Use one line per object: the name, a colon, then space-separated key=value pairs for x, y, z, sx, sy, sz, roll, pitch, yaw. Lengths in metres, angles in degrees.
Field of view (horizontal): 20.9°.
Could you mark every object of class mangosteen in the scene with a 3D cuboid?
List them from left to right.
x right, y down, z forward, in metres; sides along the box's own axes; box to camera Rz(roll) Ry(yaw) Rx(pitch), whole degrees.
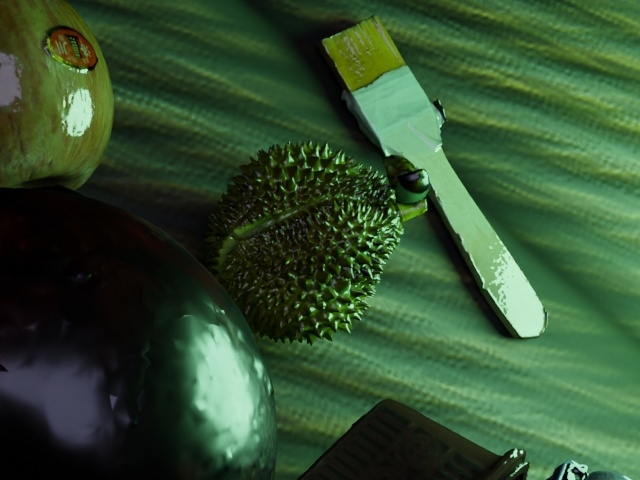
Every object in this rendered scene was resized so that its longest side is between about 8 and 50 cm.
mangosteen: x=-0.214 y=0.171 z=1.210 sx=0.381 sy=0.381 sz=0.421 roll=-1 pitch=97 yaw=-22

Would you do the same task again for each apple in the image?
apple: x=-0.269 y=-0.110 z=1.361 sx=0.211 sy=0.211 sz=0.188 roll=-17 pitch=79 yaw=-26

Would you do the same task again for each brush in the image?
brush: x=0.110 y=-0.053 z=1.600 sx=0.085 sy=0.020 sz=0.337 roll=-28 pitch=85 yaw=-28

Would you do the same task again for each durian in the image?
durian: x=-0.014 y=-0.002 z=1.468 sx=0.159 sy=0.146 sz=0.198 roll=29 pitch=57 yaw=8

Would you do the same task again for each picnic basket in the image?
picnic basket: x=0.024 y=0.259 z=1.372 sx=0.129 sy=0.222 sz=0.297 roll=38 pitch=60 yaw=20

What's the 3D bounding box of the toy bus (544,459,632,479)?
toy bus: x=0.291 y=0.319 z=1.482 sx=0.292 sy=0.133 sz=0.125 roll=32 pitch=58 yaw=-6
